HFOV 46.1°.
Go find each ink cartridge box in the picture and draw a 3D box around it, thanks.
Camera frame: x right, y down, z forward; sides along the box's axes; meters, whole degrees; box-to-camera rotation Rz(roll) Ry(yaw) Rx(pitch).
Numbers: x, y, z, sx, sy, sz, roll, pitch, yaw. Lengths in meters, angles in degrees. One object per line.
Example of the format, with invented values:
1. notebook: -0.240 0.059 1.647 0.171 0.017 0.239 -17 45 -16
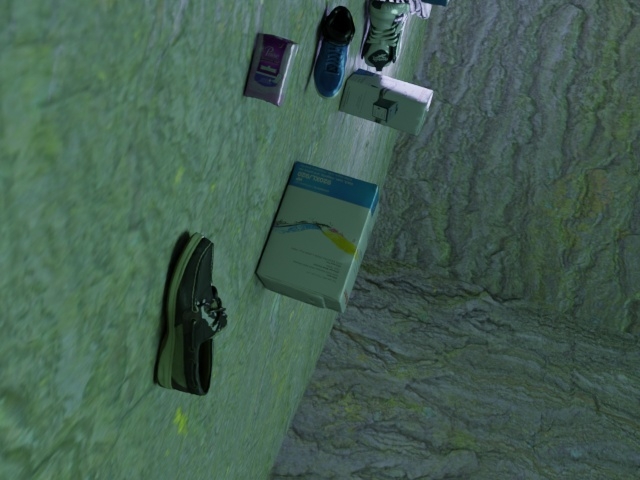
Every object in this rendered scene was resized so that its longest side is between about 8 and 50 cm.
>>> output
1. ink cartridge box: 0.155 -0.325 1.754 0.139 0.190 0.082 -60 165 -61
2. ink cartridge box: 0.000 0.000 1.453 0.171 0.168 0.233 75 33 -76

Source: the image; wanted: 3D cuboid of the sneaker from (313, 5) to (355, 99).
1. sneaker: 0.022 -0.321 1.277 0.084 0.058 0.152 86 18 -86

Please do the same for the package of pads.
1. package of pads: -0.061 -0.215 0.948 0.032 0.050 0.083 -49 156 -72

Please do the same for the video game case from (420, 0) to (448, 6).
1. video game case: 0.272 -0.652 1.505 0.269 0.061 0.244 93 14 -51

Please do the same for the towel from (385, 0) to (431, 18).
1. towel: 0.211 -0.653 1.706 0.283 0.121 0.235 -30 135 -77

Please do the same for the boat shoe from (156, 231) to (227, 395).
1. boat shoe: -0.150 0.097 0.935 0.080 0.073 0.224 -58 164 -64

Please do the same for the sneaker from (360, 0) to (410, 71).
1. sneaker: 0.146 -0.465 1.727 0.235 0.094 0.153 -87 -176 -78
